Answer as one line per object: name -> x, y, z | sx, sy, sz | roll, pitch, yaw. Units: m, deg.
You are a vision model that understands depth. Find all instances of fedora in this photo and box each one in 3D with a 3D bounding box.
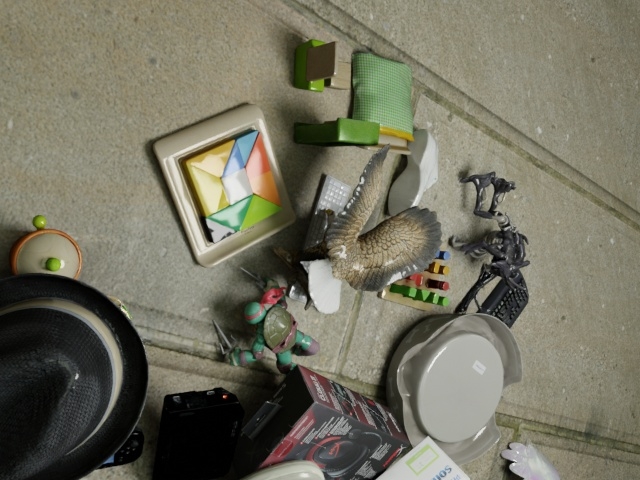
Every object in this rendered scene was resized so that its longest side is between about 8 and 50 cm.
fedora -> -0.394, 0.210, 0.842 | 0.333, 0.152, 0.334 | -1, 99, -6

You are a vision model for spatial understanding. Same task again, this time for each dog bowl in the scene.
dog bowl -> 0.299, 0.325, 1.476 | 0.348, 0.102, 0.349 | -5, 100, -29

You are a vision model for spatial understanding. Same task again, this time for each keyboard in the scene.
keyboard -> 0.000, 0.000, 1.305 | 0.072, 0.014, 0.256 | 22, 81, -35
keyboard -> 0.412, 0.186, 1.614 | 0.317, 0.033, 0.202 | -48, 119, -24

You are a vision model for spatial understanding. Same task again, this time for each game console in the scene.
game console -> -0.306, 0.338, 1.044 | 0.361, 0.044, 0.213 | -3, 129, -24

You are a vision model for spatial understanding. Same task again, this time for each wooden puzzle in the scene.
wooden puzzle -> -0.159, -0.100, 1.161 | 0.221, 0.044, 0.239 | -30, 111, -30

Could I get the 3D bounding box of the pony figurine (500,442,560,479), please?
pony figurine -> 0.594, 0.734, 1.643 | 0.351, 0.363, 0.303 | 37, 80, -16

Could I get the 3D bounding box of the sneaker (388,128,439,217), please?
sneaker -> 0.218, -0.130, 1.420 | 0.094, 0.080, 0.212 | 32, 74, -46

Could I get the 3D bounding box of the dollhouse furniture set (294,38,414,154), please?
dollhouse furniture set -> 0.111, -0.277, 1.275 | 0.301, 0.151, 0.198 | 0, 94, -36

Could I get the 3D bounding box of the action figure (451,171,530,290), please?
action figure -> 0.404, -0.013, 1.526 | 0.164, 0.141, 0.276 | 1, 78, -38

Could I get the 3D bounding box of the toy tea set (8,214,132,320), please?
toy tea set -> -0.380, 0.131, 0.969 | 0.200, 0.124, 0.336 | -51, 120, -22

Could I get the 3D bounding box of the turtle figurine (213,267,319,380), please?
turtle figurine -> -0.094, 0.169, 1.195 | 0.175, 0.118, 0.234 | -53, 127, -20

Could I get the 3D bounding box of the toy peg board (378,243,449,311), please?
toy peg board -> 0.227, 0.070, 1.437 | 0.161, 0.079, 0.161 | 18, 84, -36

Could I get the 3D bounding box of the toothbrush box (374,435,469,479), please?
toothbrush box -> 0.159, 0.560, 1.321 | 0.206, 0.122, 0.283 | -28, 148, -31

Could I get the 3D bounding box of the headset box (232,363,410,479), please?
headset box -> -0.012, 0.378, 1.220 | 0.293, 0.110, 0.218 | 32, 103, -33

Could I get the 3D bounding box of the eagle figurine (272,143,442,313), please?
eagle figurine -> 0.068, -0.009, 1.213 | 0.298, 0.226, 0.225 | -32, 74, 9

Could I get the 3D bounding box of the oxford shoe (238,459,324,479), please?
oxford shoe -> -0.176, 0.531, 1.086 | 0.449, 0.130, 0.169 | -29, 124, -15
